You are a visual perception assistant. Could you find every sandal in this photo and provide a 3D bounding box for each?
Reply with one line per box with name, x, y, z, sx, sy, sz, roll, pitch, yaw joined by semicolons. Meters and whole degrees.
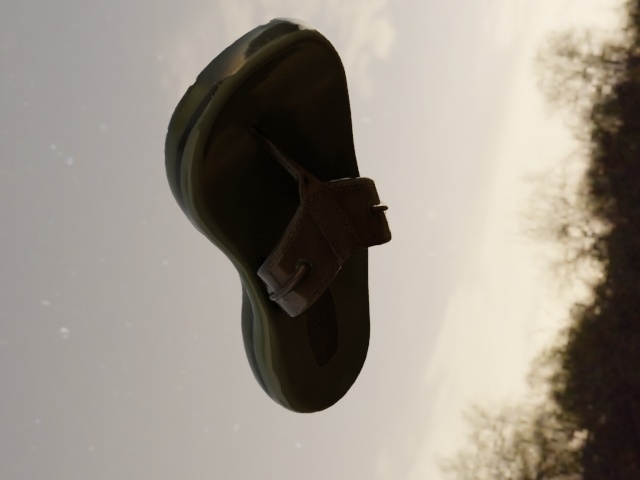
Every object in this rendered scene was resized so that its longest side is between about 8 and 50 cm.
sandal;0.001;0.000;0.654;0.120;0.086;0.303;-43;-38;-22
